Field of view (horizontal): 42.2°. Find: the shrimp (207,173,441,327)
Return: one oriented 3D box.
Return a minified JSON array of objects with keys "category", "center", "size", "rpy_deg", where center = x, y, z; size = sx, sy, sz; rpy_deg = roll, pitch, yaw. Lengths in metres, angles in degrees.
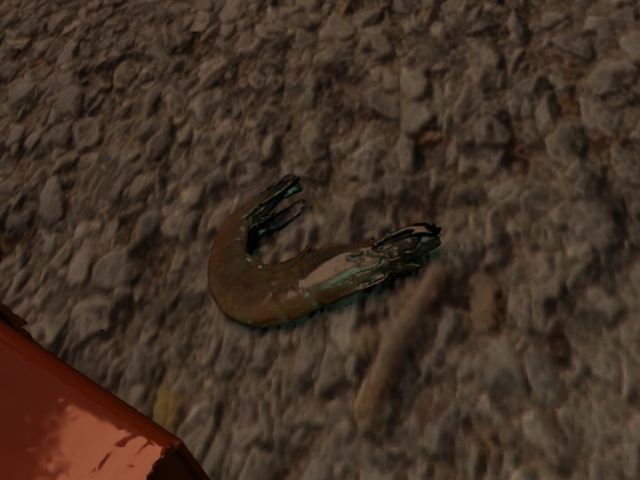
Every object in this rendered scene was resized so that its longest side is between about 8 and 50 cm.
[{"category":"shrimp","center":[0.000,0.000,0.765],"size":[0.219,0.046,0.152],"rpy_deg":[-16,51,8]}]

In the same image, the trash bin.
[{"category":"trash bin","center":[-0.213,0.160,0.621],"size":[0.238,0.184,0.161],"rpy_deg":[20,60,26]}]
